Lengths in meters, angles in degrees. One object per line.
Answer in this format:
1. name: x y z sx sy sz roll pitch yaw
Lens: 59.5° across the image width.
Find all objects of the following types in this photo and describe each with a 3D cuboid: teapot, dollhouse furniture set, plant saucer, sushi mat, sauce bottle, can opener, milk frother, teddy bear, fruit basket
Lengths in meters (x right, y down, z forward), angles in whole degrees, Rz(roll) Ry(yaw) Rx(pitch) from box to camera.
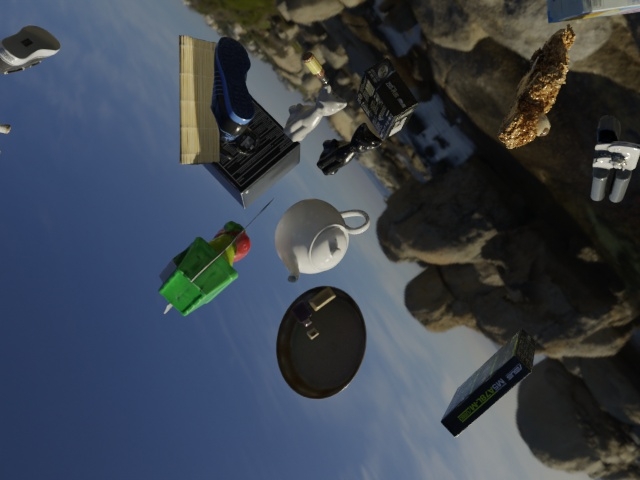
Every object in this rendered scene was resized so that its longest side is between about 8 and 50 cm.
1. teapot: 0.000 0.000 1.723 0.252 0.256 0.187 12 -168 -45
2. dollhouse furniture set: -0.006 0.178 1.413 0.091 0.114 0.081 54 170 2
3. plant saucer: 0.007 0.283 1.559 0.050 0.310 0.311 25 -153 -48
4. sushi mat: -0.309 -0.353 1.443 0.151 0.019 0.317 -23 -61 -61
5. sauce bottle: -0.014 -0.581 1.897 0.128 0.042 0.042 45 -169 -48
6. can opener: 0.573 -0.148 1.093 0.074 0.093 0.280 9 167 26
7. milk frother: -0.284 -0.342 1.754 0.134 0.129 0.143 38 157 39
8. teddy bear: 0.589 -0.399 1.480 0.113 0.338 0.245 26 155 0
9. fruit basket: -0.307 0.038 1.629 0.165 0.327 0.353 40 -128 -10

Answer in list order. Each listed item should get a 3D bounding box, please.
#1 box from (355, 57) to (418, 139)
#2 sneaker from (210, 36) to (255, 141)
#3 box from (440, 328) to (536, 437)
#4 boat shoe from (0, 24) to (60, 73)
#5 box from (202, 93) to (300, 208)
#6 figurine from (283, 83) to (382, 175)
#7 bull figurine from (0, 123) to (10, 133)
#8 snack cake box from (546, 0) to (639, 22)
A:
1. box: 0.174 -0.374 1.502 0.147 0.077 0.180 57 173 6
2. sneaker: -0.192 -0.312 1.150 0.081 0.090 0.233 12 -125 -34
3. box: 0.311 0.255 1.022 0.045 0.184 0.190 47 -160 13
4. boat shoe: -0.686 -0.434 1.298 0.080 0.076 0.229 44 -158 -24
5. box: -0.278 -0.333 2.106 0.294 0.296 0.183 46 167 11
6. figurine: 0.030 -0.287 1.439 0.215 0.092 0.209 44 149 -17
7. bull figurine: -0.842 -0.244 1.270 0.188 0.310 0.101 26 -120 -60
8. snack cake box: 0.551 -0.505 1.043 0.089 0.264 0.152 -160 59 -68
